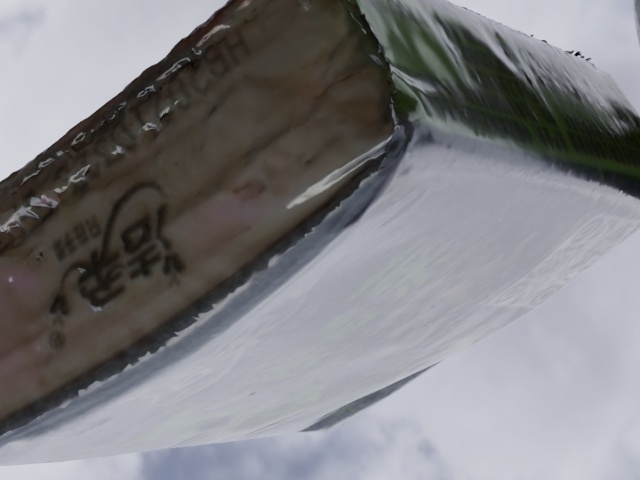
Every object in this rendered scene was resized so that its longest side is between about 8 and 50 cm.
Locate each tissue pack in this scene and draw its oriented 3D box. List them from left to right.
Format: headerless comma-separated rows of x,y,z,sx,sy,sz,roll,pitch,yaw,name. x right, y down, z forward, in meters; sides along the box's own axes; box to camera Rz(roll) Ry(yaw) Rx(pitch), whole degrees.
0.000,0.000,0.910,0.288,0.394,0.124,-36,-107,22,tissue pack

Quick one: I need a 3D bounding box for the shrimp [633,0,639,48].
0.262,-0.176,1.027,0.137,0.172,0.372,5,-86,38,shrimp
